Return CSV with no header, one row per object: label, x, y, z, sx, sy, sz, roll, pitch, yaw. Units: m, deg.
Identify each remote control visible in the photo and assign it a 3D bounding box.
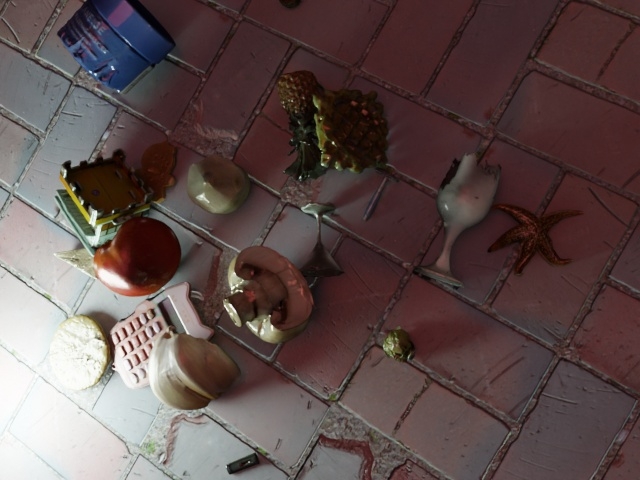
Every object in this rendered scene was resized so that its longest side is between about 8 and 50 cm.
remote control,-0.204,0.581,1.588,0.091,0.016,0.034,-26,81,11

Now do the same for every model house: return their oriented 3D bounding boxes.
model house,-0.605,-0.107,1.691,0.224,0.198,0.215,50,135,15

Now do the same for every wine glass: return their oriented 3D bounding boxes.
wine glass,0.331,-0.047,1.470,0.143,0.143,0.321,17,85,17
wine glass,0.000,0.000,1.569,0.122,0.122,0.182,-3,77,15

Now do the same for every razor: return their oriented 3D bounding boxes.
razor,0.144,-0.112,1.583,0.068,0.040,0.135,28,95,18

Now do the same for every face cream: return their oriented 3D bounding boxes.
face cream,-0.576,-0.571,1.735,0.225,0.249,0.249,-43,74,8

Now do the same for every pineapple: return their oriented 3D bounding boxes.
pineapple,-0.052,-0.297,1.606,0.130,0.119,0.277,-9,89,-1

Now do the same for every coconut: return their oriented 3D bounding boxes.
coconut,-0.279,-0.151,1.636,0.161,0.162,0.161,-2,81,14

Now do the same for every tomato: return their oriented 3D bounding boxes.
tomato,-0.482,0.062,1.632,0.233,0.200,0.139,-48,31,6

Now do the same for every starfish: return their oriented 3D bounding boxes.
starfish,0.511,-0.021,1.457,0.238,0.057,0.213,-35,82,9

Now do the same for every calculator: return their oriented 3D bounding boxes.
calculator,-0.450,0.268,1.688,0.330,0.048,0.220,-33,76,11

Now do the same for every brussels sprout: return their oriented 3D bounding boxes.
brussels sprout,0.196,0.262,1.504,0.085,0.058,0.085,1,97,7

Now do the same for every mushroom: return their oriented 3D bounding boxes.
mushroom,-0.146,0.157,1.537,0.195,0.189,0.253,-30,68,-28

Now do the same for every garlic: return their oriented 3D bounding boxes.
garlic,-0.350,0.341,1.584,0.217,0.110,0.228,-42,96,15

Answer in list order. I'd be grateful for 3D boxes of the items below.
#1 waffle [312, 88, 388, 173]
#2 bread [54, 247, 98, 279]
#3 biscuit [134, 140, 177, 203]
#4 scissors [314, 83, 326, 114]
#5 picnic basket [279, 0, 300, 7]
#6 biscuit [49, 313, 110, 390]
waffle,0.087,-0.281,1.557,0.204,0.054,0.223,-5,86,-26
bread,-0.682,0.074,1.762,0.152,0.077,0.105,-10,81,17
biscuit,-0.480,-0.196,1.769,0.134,0.027,0.184,-3,80,16
scissors,0.030,-0.346,1.650,0.204,0.027,0.101,33,96,19
picnic basket,-0.093,-0.693,1.704,0.072,0.083,0.072,-2,81,14
biscuit,-0.689,0.319,1.742,0.220,0.033,0.219,-3,82,21
